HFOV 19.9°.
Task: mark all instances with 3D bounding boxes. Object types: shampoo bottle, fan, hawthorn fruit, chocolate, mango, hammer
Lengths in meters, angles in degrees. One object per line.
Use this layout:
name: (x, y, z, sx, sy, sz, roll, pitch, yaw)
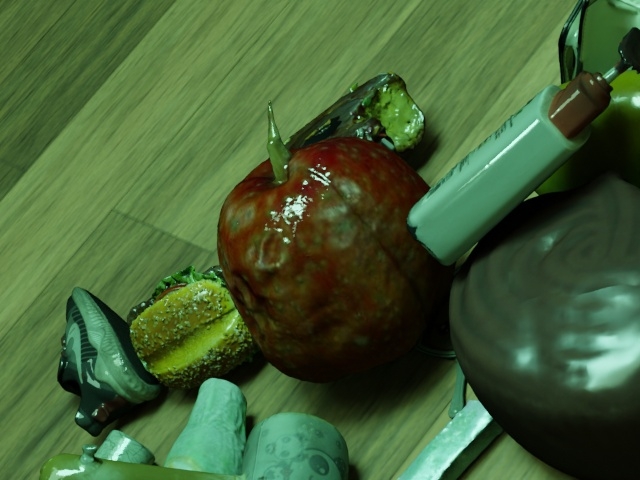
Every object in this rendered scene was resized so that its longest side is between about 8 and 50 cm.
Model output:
shampoo bottle: (0.207, -0.094, 1.752, 0.284, 0.071, 0.153, -40, 2, 16)
fan: (0.154, 0.100, 1.910, 0.132, 0.009, 0.220, -20, 40, 30)
shampoo bottle: (-0.264, 0.310, 2.025, 0.065, 0.065, 0.204, 12, 60, 47)
hawthorn fruit: (0.012, 0.019, 1.914, 0.258, 0.262, 0.258, -19, 54, 28)
chocolate: (-0.128, 0.271, 1.912, 0.110, 0.110, 0.291, -18, 40, 28)
mango: (0.300, -0.095, 1.836, 0.114, 0.156, 0.251, -25, 5, -30)
hammer: (-0.126, 0.249, 1.806, 0.305, 0.113, 0.202, 11, 44, -4)

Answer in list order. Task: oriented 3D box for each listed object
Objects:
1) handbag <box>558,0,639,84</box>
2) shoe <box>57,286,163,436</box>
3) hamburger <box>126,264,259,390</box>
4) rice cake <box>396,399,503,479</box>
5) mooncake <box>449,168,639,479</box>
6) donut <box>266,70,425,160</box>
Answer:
handbag: (0.386, -0.300, 1.936, 0.160, 0.237, 0.358, 23, 63, 14)
shoe: (-0.273, 0.144, 2.181, 0.112, 0.099, 0.227, -48, 37, 2)
hamburger: (-0.146, 0.102, 2.068, 0.166, 0.137, 0.087, -27, 16, 27)
rice cake: (0.103, 0.239, 1.788, 0.211, 0.034, 0.043, -47, 45, -9)
mooncake: (0.285, 0.070, 1.689, 0.334, 0.174, 0.326, -28, 35, 18)
donut: (0.024, -0.090, 2.113, 0.216, 0.096, 0.230, -35, 16, 15)
